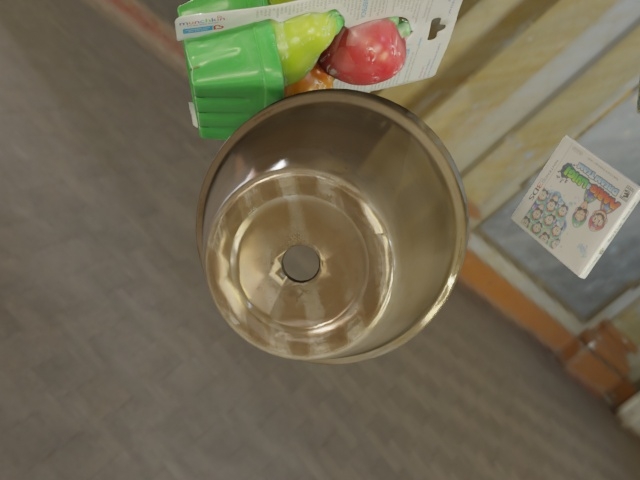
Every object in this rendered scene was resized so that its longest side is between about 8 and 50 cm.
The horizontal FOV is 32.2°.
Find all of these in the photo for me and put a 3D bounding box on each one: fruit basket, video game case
[{"bbox_3d":[-0.003,-0.248,1.405,0.327,0.353,0.166,99,-27,-75],"label":"fruit basket"},{"bbox_3d":[0.348,-0.048,1.517,0.019,0.143,0.157,18,20,-41],"label":"video game case"}]

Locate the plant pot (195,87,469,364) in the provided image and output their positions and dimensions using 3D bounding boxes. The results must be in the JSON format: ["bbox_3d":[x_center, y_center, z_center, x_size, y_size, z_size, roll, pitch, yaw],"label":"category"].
[{"bbox_3d":[0.000,0.000,1.196,0.323,0.323,0.280,48,11,-1],"label":"plant pot"}]

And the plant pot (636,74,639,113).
[{"bbox_3d":[0.558,-0.217,1.509,0.234,0.166,0.165,6,10,9],"label":"plant pot"}]

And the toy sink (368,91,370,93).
[{"bbox_3d":[-0.032,-0.241,1.679,0.153,0.234,0.131,43,7,18],"label":"toy sink"}]
